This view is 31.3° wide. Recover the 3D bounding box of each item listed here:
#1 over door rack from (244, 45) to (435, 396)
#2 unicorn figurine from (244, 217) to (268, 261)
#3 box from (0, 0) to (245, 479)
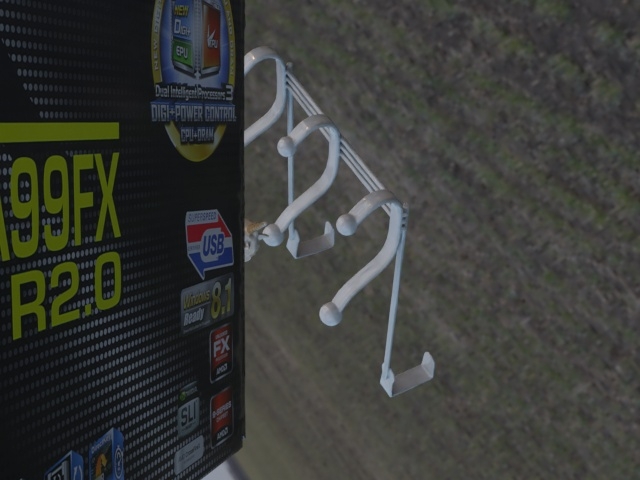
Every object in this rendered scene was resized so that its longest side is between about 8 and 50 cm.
[{"bbox_3d":[0.000,0.000,1.129,0.239,0.108,0.324,55,168,35],"label":"over door rack"},{"bbox_3d":[-0.108,-0.013,0.849,0.060,0.162,0.111,8,-130,-62],"label":"unicorn figurine"},{"bbox_3d":[-0.096,-0.005,0.364,0.270,0.060,0.216,-17,-71,-73],"label":"box"}]
